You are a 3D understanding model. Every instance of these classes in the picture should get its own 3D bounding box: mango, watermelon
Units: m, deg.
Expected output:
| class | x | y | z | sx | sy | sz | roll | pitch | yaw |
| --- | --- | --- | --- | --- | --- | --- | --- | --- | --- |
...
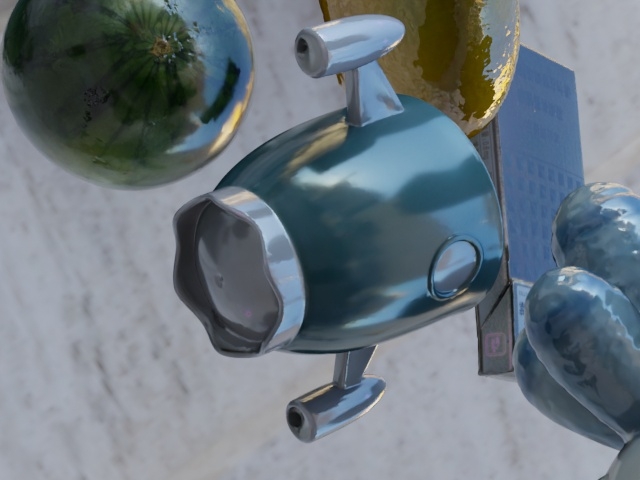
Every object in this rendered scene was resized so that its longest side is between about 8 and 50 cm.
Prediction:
| class | x | y | z | sx | sy | sz | roll | pitch | yaw |
| --- | --- | --- | --- | --- | --- | --- | --- | --- | --- |
| mango | 0.069 | -0.183 | 1.326 | 0.176 | 0.119 | 0.317 | 51 | -23 | 34 |
| watermelon | -0.179 | -0.163 | 1.737 | 0.242 | 0.242 | 0.242 | 20 | -55 | 32 |

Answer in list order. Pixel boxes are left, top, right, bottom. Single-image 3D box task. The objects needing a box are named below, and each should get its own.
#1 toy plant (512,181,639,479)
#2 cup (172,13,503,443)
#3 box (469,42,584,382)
| class | x | y | z | sx | sy | sz | roll | pitch | yaw |
| --- | --- | --- | --- | --- | --- | --- | --- | --- | --- |
| toy plant | 0.261 | 0.102 | 1.374 | 0.247 | 0.247 | 0.332 | -42 | -120 | 45 |
| cup | 0.000 | 0.000 | 1.201 | 0.167 | 0.173 | 0.299 | 29 | -52 | 42 |
| box | 0.198 | -0.024 | 1.754 | 0.047 | 0.180 | 0.325 | -12 | -105 | 32 |
